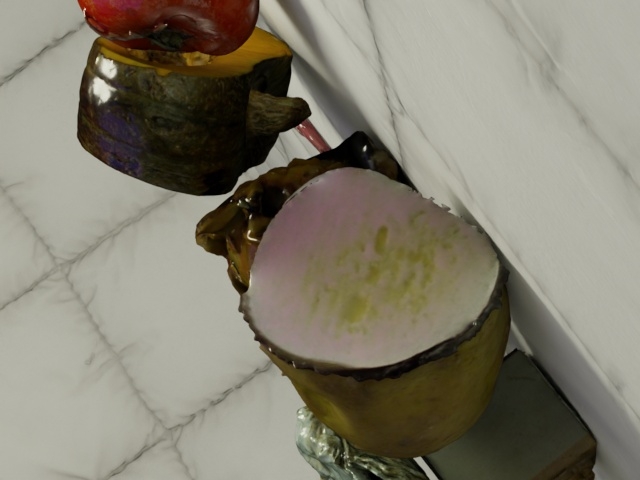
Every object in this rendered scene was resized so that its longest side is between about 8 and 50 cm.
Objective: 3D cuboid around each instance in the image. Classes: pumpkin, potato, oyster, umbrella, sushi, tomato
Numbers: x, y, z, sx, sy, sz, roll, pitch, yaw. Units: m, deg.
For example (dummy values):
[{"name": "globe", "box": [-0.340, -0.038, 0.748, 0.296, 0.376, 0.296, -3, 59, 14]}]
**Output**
[{"name": "pumpkin", "box": [-0.123, -0.147, 1.836, 0.222, 0.139, 0.317, 20, -164, 7]}, {"name": "potato", "box": [0.073, 0.087, 1.561, 0.229, 0.229, 0.266, 53, 172, 32]}, {"name": "oyster", "box": [0.081, 0.282, 1.713, 0.267, 0.112, 0.198, 52, 178, 34]}, {"name": "umbrella", "box": [-0.026, -0.150, 2.233, 0.165, 0.025, 0.027, 50, 157, 38]}, {"name": "sushi", "box": [-0.001, -0.003, 1.769, 0.213, 0.204, 0.200, 49, 171, 16]}, {"name": "tomato", "box": [-0.147, -0.257, 1.689, 0.187, 0.187, 0.151, 64, -157, -70]}]

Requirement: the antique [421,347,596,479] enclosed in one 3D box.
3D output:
[{"name": "antique", "box": [0.186, 0.211, 1.715, 0.148, 0.147, 0.152, 53, 177, 17]}]
